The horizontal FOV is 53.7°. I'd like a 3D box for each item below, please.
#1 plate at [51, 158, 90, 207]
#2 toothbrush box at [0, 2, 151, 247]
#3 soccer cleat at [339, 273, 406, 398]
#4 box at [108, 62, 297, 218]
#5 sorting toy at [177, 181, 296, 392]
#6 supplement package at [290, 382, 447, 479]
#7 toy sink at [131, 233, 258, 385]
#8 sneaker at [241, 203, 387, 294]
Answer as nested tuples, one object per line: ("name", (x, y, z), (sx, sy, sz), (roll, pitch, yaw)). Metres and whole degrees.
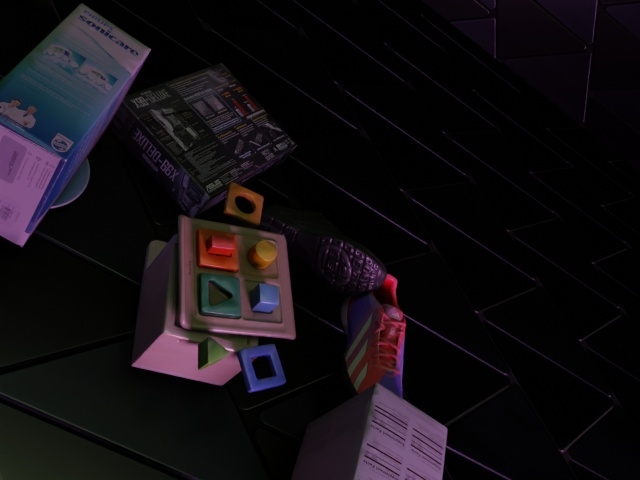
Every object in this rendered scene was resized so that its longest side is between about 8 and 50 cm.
("plate", (-0.465, -0.124, 1.007), (0.188, 0.024, 0.188), (22, 47, -26))
("toothbrush box", (-0.393, -0.173, 0.924), (0.126, 0.216, 0.295), (32, 42, -18))
("soccer cleat", (0.105, 0.181, 1.119), (0.109, 0.116, 0.318), (32, 26, -20))
("box", (-0.220, -0.207, 1.242), (0.242, 0.076, 0.307), (47, 40, 1))
("sorting toy", (-0.118, 0.049, 0.944), (0.196, 0.047, 0.347), (13, 55, -33))
("supplement package", (0.062, 0.361, 0.933), (0.149, 0.194, 0.203), (35, 42, -13))
("toy sink", (-0.188, 0.084, 0.992), (0.153, 0.131, 0.234), (21, 46, -28))
("sneaker", (0.000, 0.000, 1.198), (0.286, 0.109, 0.130), (27, 31, 8))
